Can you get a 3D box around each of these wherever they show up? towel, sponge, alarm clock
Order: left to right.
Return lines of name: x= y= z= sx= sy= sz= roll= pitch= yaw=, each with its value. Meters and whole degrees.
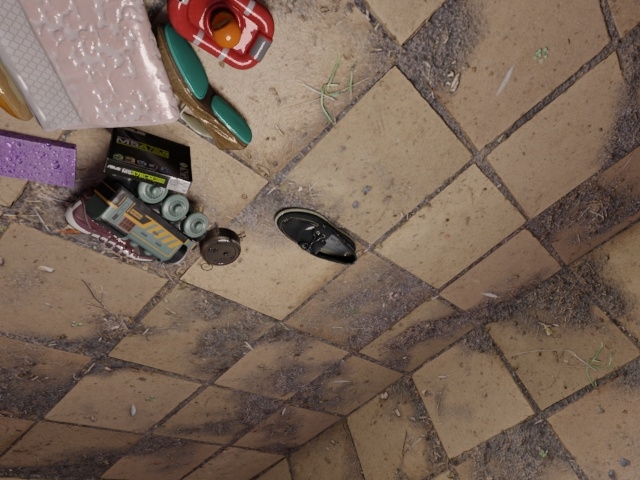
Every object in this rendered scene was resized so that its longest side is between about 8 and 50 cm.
sponge: x=-0.720 y=-0.202 z=1.013 sx=0.210 sy=0.031 sz=0.117 roll=8 pitch=128 yaw=-26
towel: x=-0.488 y=-0.382 z=0.836 sx=0.317 sy=0.053 sz=0.331 roll=-6 pitch=133 yaw=0
alarm clock: x=-0.336 y=0.039 z=1.353 sx=0.129 sy=0.064 sz=0.192 roll=21 pitch=125 yaw=-33

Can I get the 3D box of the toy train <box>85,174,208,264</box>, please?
toy train: x=-0.452 y=-0.064 z=1.112 sx=0.190 sy=0.142 sz=0.334 roll=-51 pitch=143 yaw=-10

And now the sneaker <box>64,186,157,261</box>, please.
sneaker: x=-0.544 y=-0.053 z=1.165 sx=0.162 sy=0.106 sz=0.281 roll=-43 pitch=130 yaw=16

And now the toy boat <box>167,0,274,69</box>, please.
toy boat: x=-0.206 y=-0.457 z=0.876 sx=0.231 sy=0.151 sz=0.151 roll=21 pitch=121 yaw=-34

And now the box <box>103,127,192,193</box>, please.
box: x=-0.416 y=-0.203 z=1.014 sx=0.191 sy=0.184 sz=0.045 roll=15 pitch=126 yaw=-29

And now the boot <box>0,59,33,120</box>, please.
boot: x=-0.754 y=-0.361 z=0.824 sx=0.211 sy=0.104 sz=0.295 roll=-10 pitch=136 yaw=2

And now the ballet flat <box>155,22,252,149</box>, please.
ballet flat: x=-0.304 y=-0.341 z=0.996 sx=0.124 sy=0.116 sz=0.342 roll=-14 pitch=142 yaw=22

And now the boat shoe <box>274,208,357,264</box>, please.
boat shoe: x=-0.002 y=0.003 z=1.397 sx=0.127 sy=0.113 sz=0.340 roll=-43 pitch=131 yaw=20
